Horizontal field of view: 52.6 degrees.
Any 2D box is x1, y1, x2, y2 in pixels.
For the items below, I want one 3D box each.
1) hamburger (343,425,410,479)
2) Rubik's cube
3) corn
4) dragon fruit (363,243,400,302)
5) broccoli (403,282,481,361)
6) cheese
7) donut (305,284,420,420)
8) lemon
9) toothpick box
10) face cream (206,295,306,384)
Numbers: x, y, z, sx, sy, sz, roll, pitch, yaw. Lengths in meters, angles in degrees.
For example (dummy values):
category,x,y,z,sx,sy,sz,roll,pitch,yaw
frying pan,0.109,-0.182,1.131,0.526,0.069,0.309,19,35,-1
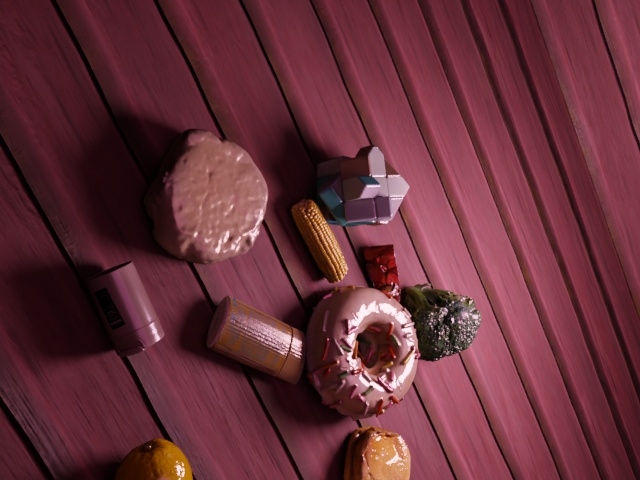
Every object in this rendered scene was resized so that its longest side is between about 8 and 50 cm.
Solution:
category,x,y,z,sx,sy,sz,roll,pitch,yaw
hamburger,0.163,0.632,1.833,0.213,0.108,0.214,7,79,-41
Rubik's cube,0.109,-0.148,1.822,0.265,0.213,0.224,4,83,-38
corn,0.000,0.000,1.795,0.081,0.081,0.248,-39,109,-37
dragon fruit,0.186,0.108,1.967,0.092,0.122,0.192,-11,96,-2
broccoli,0.361,0.250,1.999,0.265,0.245,0.294,-44,144,10
cheese,-0.274,-0.104,1.555,0.318,0.115,0.326,-29,101,-39
donut,0.124,0.302,1.799,0.382,0.142,0.383,12,70,-35
lemon,-0.354,0.529,1.368,0.170,0.170,0.207,-1,92,-41
toothpick box,-0.420,0.147,1.395,0.111,0.111,0.181,-28,101,-39
face cream,-0.149,0.257,1.641,0.285,0.067,0.139,32,67,-33
